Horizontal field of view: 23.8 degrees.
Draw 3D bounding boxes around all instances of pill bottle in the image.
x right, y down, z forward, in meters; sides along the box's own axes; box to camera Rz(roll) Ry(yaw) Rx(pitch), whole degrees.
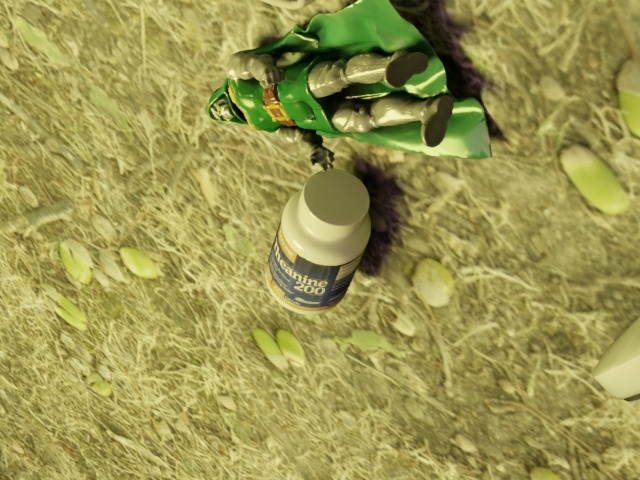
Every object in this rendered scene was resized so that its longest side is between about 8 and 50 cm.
[{"bbox_3d":[0.000,0.000,1.131,0.067,0.067,0.120,38,148,12],"label":"pill bottle"}]

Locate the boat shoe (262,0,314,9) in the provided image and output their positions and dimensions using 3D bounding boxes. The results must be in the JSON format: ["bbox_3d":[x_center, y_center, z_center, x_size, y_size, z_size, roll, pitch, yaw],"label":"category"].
[{"bbox_3d":[-0.088,-0.217,0.962,0.258,0.084,0.095,24,143,31],"label":"boat shoe"}]

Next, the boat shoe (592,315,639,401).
[{"bbox_3d":[0.271,0.047,0.840,0.102,0.108,0.301,48,142,-3],"label":"boat shoe"}]

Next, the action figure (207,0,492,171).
[{"bbox_3d":[-0.004,-0.097,1.033,0.232,0.063,0.137,3,133,53],"label":"action figure"}]
